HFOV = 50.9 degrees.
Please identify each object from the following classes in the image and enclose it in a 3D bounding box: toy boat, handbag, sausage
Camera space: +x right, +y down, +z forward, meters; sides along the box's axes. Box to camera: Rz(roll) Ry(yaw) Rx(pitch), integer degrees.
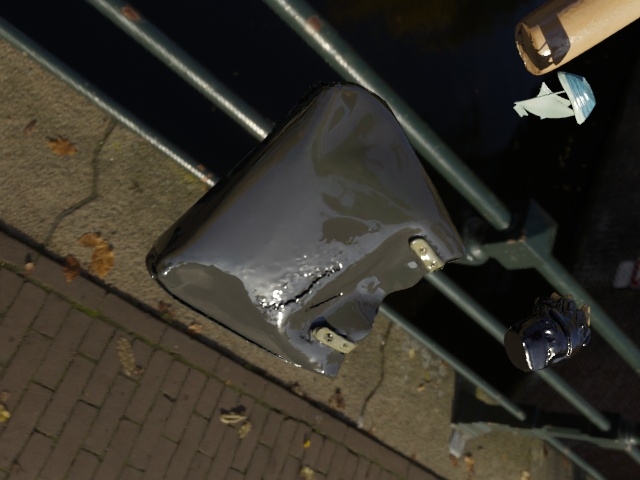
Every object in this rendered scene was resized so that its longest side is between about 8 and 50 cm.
[{"bbox_3d":[0.427,-0.242,1.216,0.105,0.149,0.034,40,55,-8],"label":"toy boat"},{"bbox_3d":[0.000,0.000,0.827,0.342,0.152,0.288,-43,106,8],"label":"handbag"},{"bbox_3d":[0.488,-0.418,1.254,0.123,0.253,0.123,50,18,-23],"label":"sausage"}]

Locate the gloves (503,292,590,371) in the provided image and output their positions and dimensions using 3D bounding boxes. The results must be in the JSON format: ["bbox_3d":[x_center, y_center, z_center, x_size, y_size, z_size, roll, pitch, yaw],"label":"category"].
[{"bbox_3d":[0.451,0.171,1.299,0.203,0.124,0.164,-26,138,-13],"label":"gloves"}]
